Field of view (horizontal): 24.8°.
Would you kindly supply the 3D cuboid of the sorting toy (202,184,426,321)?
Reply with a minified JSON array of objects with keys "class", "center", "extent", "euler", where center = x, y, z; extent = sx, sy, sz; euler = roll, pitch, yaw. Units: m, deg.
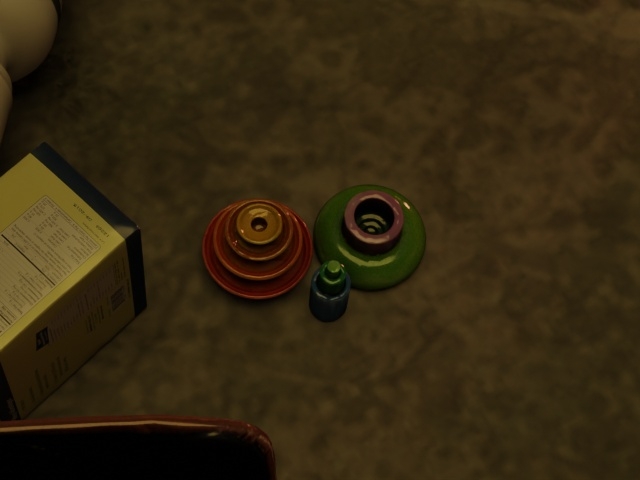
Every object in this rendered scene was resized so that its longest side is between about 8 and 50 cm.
[{"class":"sorting toy","center":[0.000,0.000,0.635],"extent":[0.102,0.042,0.061],"euler":[-11,67,-9]}]

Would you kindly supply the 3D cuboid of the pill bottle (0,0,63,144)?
[{"class":"pill bottle","center":[-0.165,-0.128,0.646],"extent":[0.108,0.108,0.180],"euler":[8,65,-1]}]

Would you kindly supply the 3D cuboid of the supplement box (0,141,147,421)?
[{"class":"supplement box","center":[-0.121,0.021,0.593],"extent":[0.056,0.083,0.083],"euler":[41,68,14]}]

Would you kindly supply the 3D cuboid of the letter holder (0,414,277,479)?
[{"class":"letter holder","center":[-0.160,0.131,0.437],"extent":[0.302,0.214,0.152],"euler":[-5,49,-1]}]
